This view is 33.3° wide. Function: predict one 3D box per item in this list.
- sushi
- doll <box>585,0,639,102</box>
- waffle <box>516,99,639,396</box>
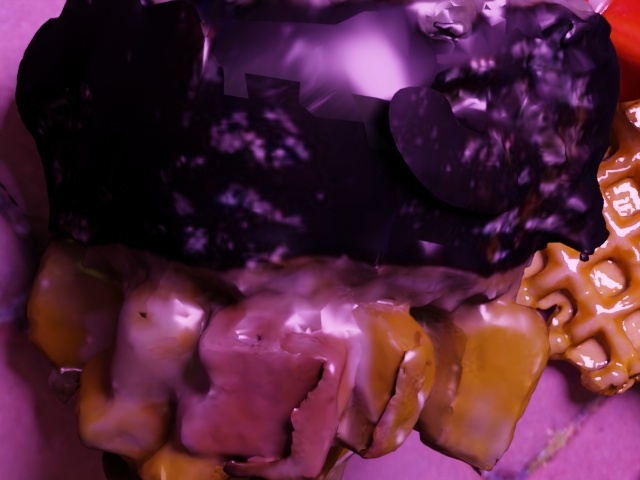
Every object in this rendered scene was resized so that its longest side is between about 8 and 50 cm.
[{"bbox_3d":[0.000,0.000,0.627,0.329,0.328,0.285,-6,98,-39],"label":"sushi"},{"bbox_3d":[0.134,-0.190,0.758,0.336,0.200,0.105,34,104,24],"label":"doll"},{"bbox_3d":[0.293,-0.015,0.822,0.307,0.060,0.311,26,88,6],"label":"waffle"}]
